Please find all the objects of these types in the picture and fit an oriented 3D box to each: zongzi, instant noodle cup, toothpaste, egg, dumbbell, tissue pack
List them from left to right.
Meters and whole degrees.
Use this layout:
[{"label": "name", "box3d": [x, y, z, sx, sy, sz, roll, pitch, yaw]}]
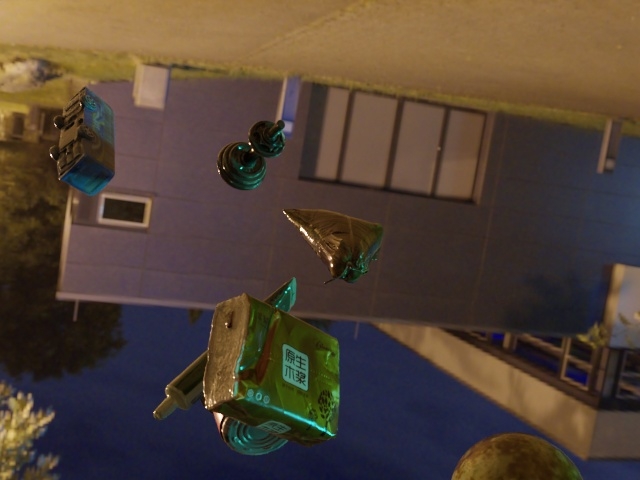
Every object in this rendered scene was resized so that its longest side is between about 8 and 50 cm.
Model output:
[{"label": "toothpaste", "box3d": [-0.180, 0.214, 1.496, 0.061, 0.099, 0.392, 34, -124, 21]}, {"label": "instant noodle cup", "box3d": [-0.159, 0.392, 1.810, 0.258, 0.302, 0.181, -30, -145, 5]}, {"label": "dumbbell", "box3d": [-0.130, -0.183, 1.535, 0.110, 0.110, 0.254, 7, 161, -25]}, {"label": "tissue pack", "box3d": [-0.071, 0.207, 1.186, 0.092, 0.183, 0.226, -25, 138, 32]}, {"label": "zongzi", "box3d": [0.000, 0.000, 1.222, 0.184, 0.084, 0.187, 20, -162, 8]}, {"label": "egg", "box3d": [0.348, 0.462, 1.306, 0.238, 0.238, 0.289, 8, -173, -6]}]

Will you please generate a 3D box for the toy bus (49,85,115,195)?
[{"label": "toy bus", "box3d": [-0.414, -0.177, 1.333, 0.094, 0.079, 0.236, 46, -163, -37]}]
